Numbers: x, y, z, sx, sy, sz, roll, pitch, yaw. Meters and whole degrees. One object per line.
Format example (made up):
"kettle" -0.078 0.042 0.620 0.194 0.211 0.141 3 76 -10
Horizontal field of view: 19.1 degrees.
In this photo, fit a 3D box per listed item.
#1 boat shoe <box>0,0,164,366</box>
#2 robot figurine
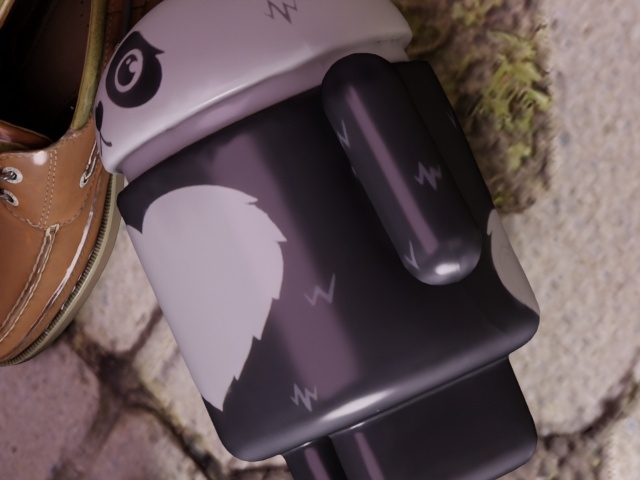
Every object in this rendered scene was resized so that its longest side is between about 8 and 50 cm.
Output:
"boat shoe" -0.161 -0.064 1.038 0.110 0.104 0.307 29 109 20
"robot figurine" -0.003 0.001 0.928 0.209 0.173 0.278 -25 86 25
